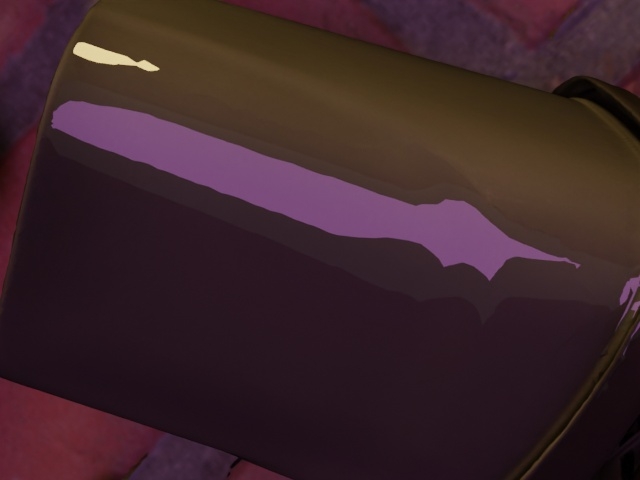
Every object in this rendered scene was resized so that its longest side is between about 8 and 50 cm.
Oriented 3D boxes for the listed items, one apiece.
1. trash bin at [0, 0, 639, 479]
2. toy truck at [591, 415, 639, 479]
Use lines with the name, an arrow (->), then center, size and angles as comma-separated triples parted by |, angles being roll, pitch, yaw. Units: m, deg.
trash bin -> 0.000, 0.000, 0.431 | 0.250, 0.220, 0.219 | 17, 112, -8
toy truck -> 0.167, 0.079, 0.461 | 0.101, 0.242, 0.125 | 31, 126, -7
